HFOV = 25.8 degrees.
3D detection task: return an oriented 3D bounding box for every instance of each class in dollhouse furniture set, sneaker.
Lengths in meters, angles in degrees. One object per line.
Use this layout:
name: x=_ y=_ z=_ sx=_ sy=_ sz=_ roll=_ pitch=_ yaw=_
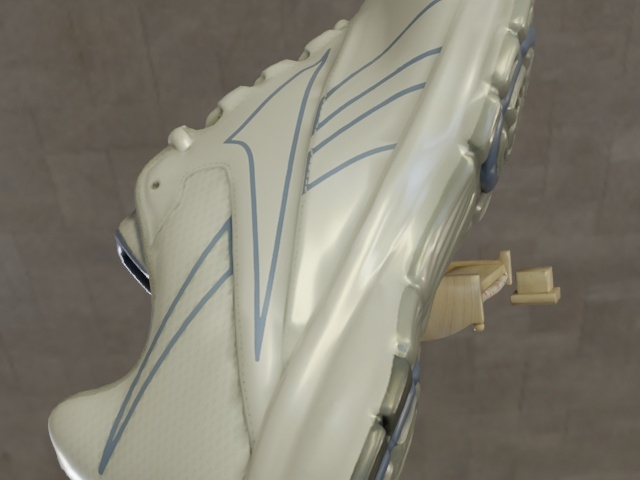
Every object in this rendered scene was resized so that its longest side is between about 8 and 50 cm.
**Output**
dollhouse furniture set: x=0.120 y=0.106 z=1.615 sx=0.355 sy=0.174 sz=0.303 roll=-3 pitch=-173 yaw=19
sneaker: x=-0.001 y=-0.022 z=0.514 sx=0.129 sy=0.297 sz=0.111 roll=18 pitch=157 yaw=12

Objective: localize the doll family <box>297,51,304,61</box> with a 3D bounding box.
doll family: x=0.023 y=-0.080 z=1.210 sx=0.118 sy=0.263 sz=0.163 roll=-25 pitch=118 yaw=32
